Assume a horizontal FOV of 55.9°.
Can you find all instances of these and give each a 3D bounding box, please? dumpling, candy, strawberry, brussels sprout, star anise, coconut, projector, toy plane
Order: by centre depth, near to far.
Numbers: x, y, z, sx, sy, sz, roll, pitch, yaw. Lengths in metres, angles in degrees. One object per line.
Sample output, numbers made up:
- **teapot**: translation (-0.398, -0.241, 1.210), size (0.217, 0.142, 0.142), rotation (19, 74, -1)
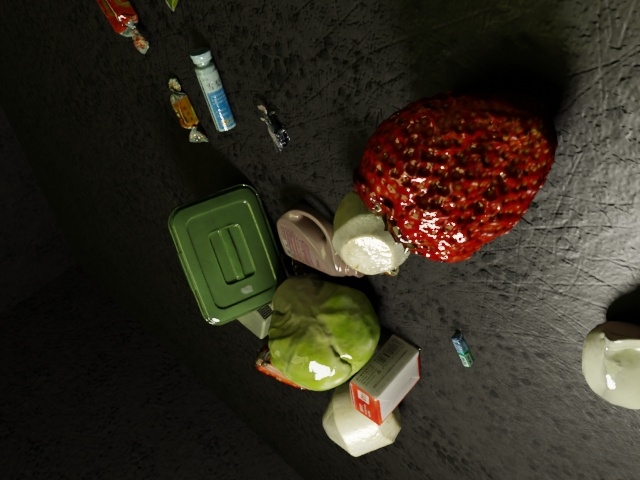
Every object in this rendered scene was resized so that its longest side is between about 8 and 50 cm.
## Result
- **strawberry**: translation (0.202, -0.100, 0.868), size (0.288, 0.250, 0.239), rotation (-29, 94, 36)
- **dumpling**: translation (0.496, 0.195, 0.934), size (0.166, 0.126, 0.216), rotation (5, 125, 18)
- **coconut**: translation (0.104, -0.025, 1.173), size (0.160, 0.162, 0.161), rotation (10, 137, 9)
- **toy plane**: translation (-0.102, -0.245, 1.326), size (0.049, 0.031, 0.121), rotation (25, 147, 52)
- **candy**: translation (-0.504, -0.585, 1.455), size (0.086, 0.059, 0.292), rotation (2, 126, 58)
- **brussels sprout**: translation (-0.008, 0.230, 1.492), size (0.316, 0.274, 0.242), rotation (17, 180, 34)
- **candy**: translation (-0.350, -0.329, 1.557), size (0.053, 0.046, 0.182), rotation (4, 126, 51)
- **star anise**: translation (-0.052, 0.111, 1.653), size (0.157, 0.053, 0.213), rotation (15, 137, 41)
- **coconut**: translation (0.109, 0.498, 1.707), size (0.221, 0.202, 0.202), rotation (-24, 110, 14)
- **projector**: translation (-0.258, 0.185, 1.998), size (0.269, 0.088, 0.194), rotation (40, 149, 16)
- **strawberry**: translation (-0.108, 0.423, 2.075), size (0.236, 0.111, 0.190), rotation (37, 148, -28)

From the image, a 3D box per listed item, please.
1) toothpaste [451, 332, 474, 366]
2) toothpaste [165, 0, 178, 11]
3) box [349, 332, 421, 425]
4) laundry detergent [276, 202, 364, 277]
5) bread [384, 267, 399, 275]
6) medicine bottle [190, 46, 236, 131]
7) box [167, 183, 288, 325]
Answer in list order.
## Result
- **toothpaste**: translation (0.313, 0.240, 1.326), size (0.017, 0.020, 0.083), rotation (-2, 123, 50)
- **toothpaste**: translation (-0.287, -0.549, 1.211), size (0.078, 0.046, 0.248), rotation (58, 153, -7)
- **box**: translation (0.162, 0.343, 1.500), size (0.099, 0.182, 0.133), rotation (29, 149, 32)
- **laundry detergent**: translation (0.000, 0.000, 1.424), size (0.237, 0.076, 0.171), rotation (23, 142, 39)
- **bread**: translation (0.133, 0.051, 1.340), size (0.083, 0.036, 0.047), rotation (17, 141, 48)
- **medicine bottle**: translation (-0.246, -0.344, 1.387), size (0.051, 0.051, 0.191), rotation (24, 142, 39)
- **box**: translation (-0.260, 0.036, 1.620), size (0.177, 0.252, 0.329), rotation (0, 110, 65)
